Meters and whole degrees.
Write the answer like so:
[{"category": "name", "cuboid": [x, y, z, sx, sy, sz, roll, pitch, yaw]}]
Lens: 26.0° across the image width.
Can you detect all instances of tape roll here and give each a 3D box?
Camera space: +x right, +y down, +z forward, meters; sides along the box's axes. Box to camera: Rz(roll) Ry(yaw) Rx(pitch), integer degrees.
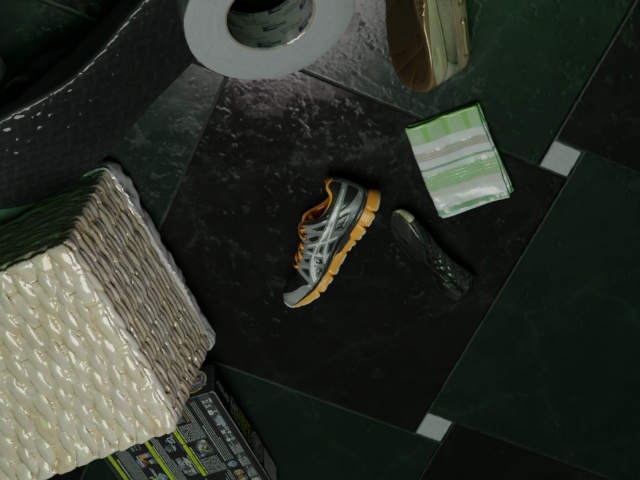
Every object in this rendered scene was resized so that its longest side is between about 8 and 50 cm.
[{"category": "tape roll", "cuboid": [-0.070, -0.302, 1.727, 0.219, 0.072, 0.219, -12, 143, -9]}]

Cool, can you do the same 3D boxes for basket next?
[{"category": "basket", "cuboid": [-0.371, 0.121, 1.919, 0.328, 0.266, 0.331, -22, 110, 14]}]

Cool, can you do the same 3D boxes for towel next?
[{"category": "towel", "cuboid": [0.193, -0.109, 1.931, 0.113, 0.023, 0.152, -19, 118, 11]}]

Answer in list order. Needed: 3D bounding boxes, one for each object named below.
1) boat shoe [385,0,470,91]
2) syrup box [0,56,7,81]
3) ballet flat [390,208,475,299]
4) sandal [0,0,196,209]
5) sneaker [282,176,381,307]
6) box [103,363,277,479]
[{"category": "boat shoe", "cuboid": [0.137, -0.341, 1.759, 0.098, 0.109, 0.302, -28, 125, -29]}, {"category": "syrup box", "cuboid": [-0.505, -0.287, 1.791, 0.096, 0.093, 0.237, -20, 118, 11]}, {"category": "ballet flat", "cuboid": [0.159, 0.015, 2.001, 0.173, 0.049, 0.057, 49, 153, -23]}, {"category": "sandal", "cuboid": [-0.313, -0.203, 1.834, 0.445, 0.107, 0.167, -39, 139, 6]}, {"category": "sneaker", "cuboid": [0.000, 0.000, 1.969, 0.083, 0.084, 0.215, 29, 108, -12]}, {"category": "box", "cuboid": [-0.211, 0.321, 2.139, 0.216, 0.060, 0.270, -17, 131, 11]}]
